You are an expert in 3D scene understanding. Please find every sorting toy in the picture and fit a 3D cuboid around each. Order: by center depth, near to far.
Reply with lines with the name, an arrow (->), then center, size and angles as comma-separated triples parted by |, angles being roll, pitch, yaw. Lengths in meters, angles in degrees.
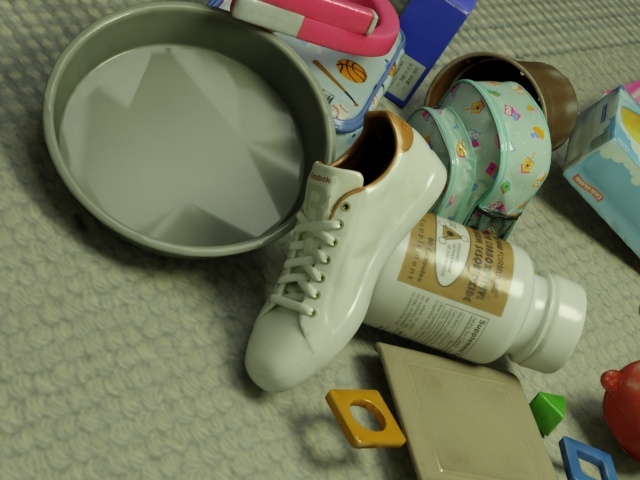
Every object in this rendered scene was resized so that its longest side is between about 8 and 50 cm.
sorting toy -> 0.142, 0.192, 1.300 | 0.347, 0.047, 0.196 | 15, 35, -30

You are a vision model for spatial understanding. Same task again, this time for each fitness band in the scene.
fitness band -> -0.042, -0.284, 1.444 | 0.291, 0.054, 0.209 | 15, 26, -27

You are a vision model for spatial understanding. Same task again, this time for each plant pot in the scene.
plant pot -> 0.242, -0.162, 1.675 | 0.167, 0.167, 0.165 | 49, 31, 15

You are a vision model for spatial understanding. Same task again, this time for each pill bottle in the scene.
pill bottle -> 0.151, 0.055, 1.363 | 0.229, 0.131, 0.131 | 20, 39, -11

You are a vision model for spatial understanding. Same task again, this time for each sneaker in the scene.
sneaker -> 0.000, 0.000, 1.240 | 0.290, 0.106, 0.123 | -57, 133, -18

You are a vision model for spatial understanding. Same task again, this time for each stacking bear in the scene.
stacking bear -> 0.432, 0.178, 1.466 | 0.289, 0.164, 0.175 | -4, 52, -36

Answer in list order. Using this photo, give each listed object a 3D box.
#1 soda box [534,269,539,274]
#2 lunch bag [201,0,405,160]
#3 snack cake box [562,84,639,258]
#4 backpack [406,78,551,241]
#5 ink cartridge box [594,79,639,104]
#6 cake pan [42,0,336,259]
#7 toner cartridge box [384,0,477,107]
soda box -> 0.168, 0.041, 1.469 | 0.181, 0.061, 0.058 | 27, 37, -12
lunch bag -> -0.042, -0.213, 1.535 | 0.243, 0.115, 0.303 | 33, 36, -2
snack cake box -> 0.438, -0.056, 1.722 | 0.264, 0.089, 0.152 | 44, 33, -15
backpack -> 0.170, -0.091, 1.508 | 0.144, 0.188, 0.166 | 8, 46, -33
ink cartridge box -> 0.557, -0.176, 2.022 | 0.176, 0.069, 0.371 | 49, 36, 16
cake pan -> -0.131, -0.106, 1.315 | 0.293, 0.054, 0.293 | 7, 62, -14
toner cartridge box -> 0.166, -0.331, 1.783 | 0.075, 0.165, 0.348 | 34, 36, -3
